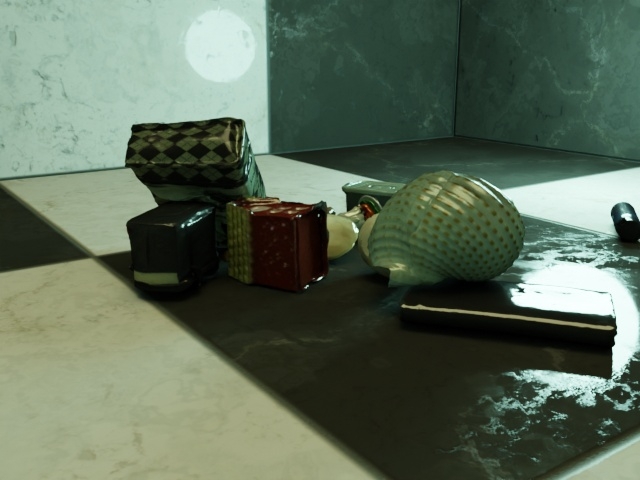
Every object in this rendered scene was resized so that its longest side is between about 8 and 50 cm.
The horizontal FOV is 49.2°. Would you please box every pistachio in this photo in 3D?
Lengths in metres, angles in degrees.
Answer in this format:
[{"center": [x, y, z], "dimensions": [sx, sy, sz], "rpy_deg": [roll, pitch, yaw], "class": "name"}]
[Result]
[{"center": [0.000, 0.000, 1.830], "dimensions": [0.200, 0.117, 0.145], "rpy_deg": [1, 52, -23], "class": "pistachio"}]

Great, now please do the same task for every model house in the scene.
[{"center": [-0.124, 0.000, 1.662], "dimensions": [0.253, 0.196, 0.160], "rpy_deg": [5, 18, 21], "class": "model house"}]

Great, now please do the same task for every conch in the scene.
[{"center": [0.263, -0.039, 1.489], "dimensions": [0.319, 0.215, 0.303], "rpy_deg": [-13, 37, -28], "class": "conch"}]

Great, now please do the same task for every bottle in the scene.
[{"center": [0.917, -0.056, 2.096], "dimensions": [0.072, 0.082, 0.244], "rpy_deg": [-42, -3, 24], "class": "bottle"}]

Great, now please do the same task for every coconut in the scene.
[{"center": [0.172, 0.010, 1.683], "dimensions": [0.161, 0.161, 0.162], "rpy_deg": [-2, 8, -8], "class": "coconut"}]

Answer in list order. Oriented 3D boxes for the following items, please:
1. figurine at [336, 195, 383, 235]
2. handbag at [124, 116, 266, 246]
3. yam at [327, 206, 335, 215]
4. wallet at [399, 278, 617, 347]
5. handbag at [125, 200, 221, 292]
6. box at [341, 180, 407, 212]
[{"center": [0.098, -0.047, 2.009], "dimensions": [0.153, 0.132, 0.132], "rpy_deg": [-23, 25, -28], "class": "figurine"}, {"center": [-0.309, -0.125, 1.813], "dimensions": [0.316, 0.416, 0.180], "rpy_deg": [-3, 59, 6], "class": "handbag"}, {"center": [-0.021, -0.056, 2.123], "dimensions": [0.056, 0.057, 0.241], "rpy_deg": [8, 19, 27], "class": "yam"}, {"center": [0.378, 0.137, 1.418], "dimensions": [0.405, 0.062, 0.228], "rpy_deg": [4, 16, 18], "class": "wallet"}, {"center": [-0.343, 0.016, 1.623], "dimensions": [0.181, 0.182, 0.254], "rpy_deg": [2, 15, 13], "class": "handbag"}, {"center": [0.191, -0.102, 2.146], "dimensions": [0.243, 0.135, 0.163], "rpy_deg": [8, 16, 28], "class": "box"}]
